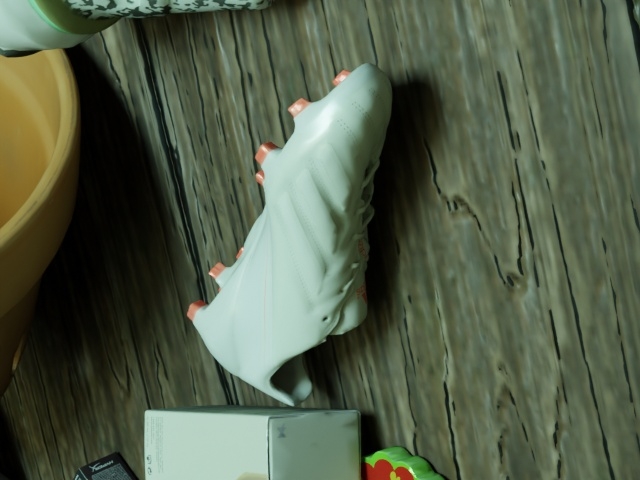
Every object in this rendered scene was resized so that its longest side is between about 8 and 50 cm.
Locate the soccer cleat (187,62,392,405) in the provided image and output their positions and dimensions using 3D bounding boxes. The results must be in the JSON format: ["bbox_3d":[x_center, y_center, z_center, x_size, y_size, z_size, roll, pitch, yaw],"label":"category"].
[{"bbox_3d":[0.000,0.000,0.686,0.076,0.068,0.196,40,133,12],"label":"soccer cleat"}]

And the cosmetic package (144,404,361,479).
[{"bbox_3d":[-0.037,0.107,0.749,0.115,0.060,0.041,-6,84,53],"label":"cosmetic package"}]

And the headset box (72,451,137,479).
[{"bbox_3d":[-0.124,0.183,0.898,0.083,0.032,0.062,48,134,21],"label":"headset box"}]

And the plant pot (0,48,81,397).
[{"bbox_3d":[-0.277,-0.001,0.831,0.291,0.291,0.203,42,148,27],"label":"plant pot"}]

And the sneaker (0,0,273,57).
[{"bbox_3d":[-0.098,-0.260,0.611,0.182,0.158,0.410,7,135,22],"label":"sneaker"}]

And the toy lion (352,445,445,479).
[{"bbox_3d":[0.029,0.149,0.734,0.100,0.034,0.096,10,104,44],"label":"toy lion"}]

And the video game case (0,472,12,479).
[{"bbox_3d":[-0.219,0.232,1.025,0.157,0.019,0.143,22,120,38],"label":"video game case"}]
